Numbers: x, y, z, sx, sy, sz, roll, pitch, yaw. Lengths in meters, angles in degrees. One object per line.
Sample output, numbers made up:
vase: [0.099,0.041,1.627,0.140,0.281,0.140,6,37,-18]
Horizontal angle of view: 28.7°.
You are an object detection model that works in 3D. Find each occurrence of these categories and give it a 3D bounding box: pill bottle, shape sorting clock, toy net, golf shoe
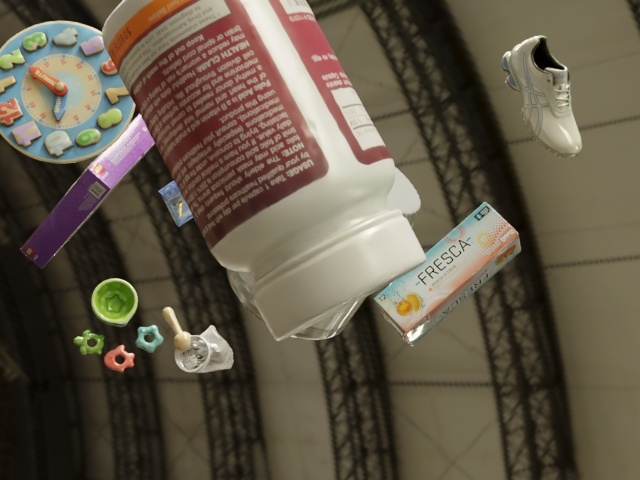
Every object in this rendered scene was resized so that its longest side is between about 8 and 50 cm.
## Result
pill bottle: [-0.057,-0.105,1.368,0.392,0.224,0.224,62,-31,5]
shape sorting clock: [-0.359,-0.207,1.730,0.206,0.206,0.040,44,-11,4]
toy net: [-0.242,0.150,1.860,0.232,0.122,0.045,23,-21,-4]
golf shoe: [0.315,-0.198,1.715,0.176,0.069,0.086,61,-32,9]

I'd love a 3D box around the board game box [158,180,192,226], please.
board game box: [-0.243,-0.082,2.302,0.020,0.090,0.090,43,-17,39]

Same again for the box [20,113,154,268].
box: [-0.400,-0.091,2.200,0.057,0.201,0.293,42,-46,-8]

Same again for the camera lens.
camera lens: [0.000,0.000,1.931,0.219,0.219,0.274,39,-65,11]

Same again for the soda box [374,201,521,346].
soda box: [0.153,0.041,1.496,0.063,0.183,0.058,47,-7,24]
